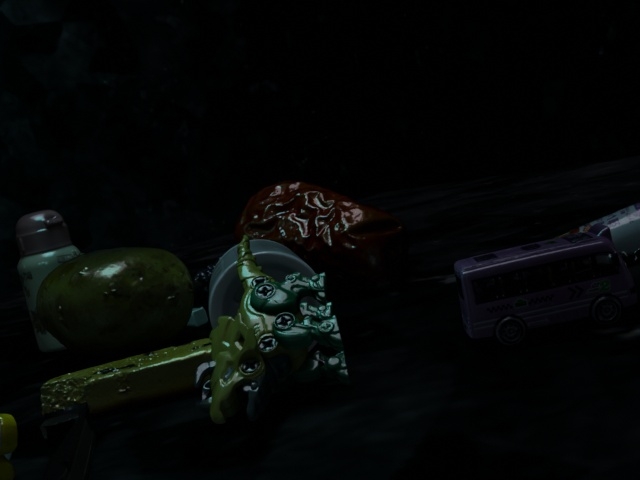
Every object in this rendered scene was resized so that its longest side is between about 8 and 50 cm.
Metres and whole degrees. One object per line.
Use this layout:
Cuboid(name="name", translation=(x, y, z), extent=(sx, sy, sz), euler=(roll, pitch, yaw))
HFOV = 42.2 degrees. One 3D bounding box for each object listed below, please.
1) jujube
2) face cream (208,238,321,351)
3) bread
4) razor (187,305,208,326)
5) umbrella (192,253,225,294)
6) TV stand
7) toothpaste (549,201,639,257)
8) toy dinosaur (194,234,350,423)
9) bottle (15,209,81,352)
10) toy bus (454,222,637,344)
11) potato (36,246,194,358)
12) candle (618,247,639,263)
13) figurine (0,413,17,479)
Cuboid(name="jujube", translation=(0.000, 0.000, 1.450), extent=(0.216, 0.216, 0.342), euler=(-18, 21, -40))
Cuboid(name="face cream", translation=(-0.084, 0.068, 1.164), extent=(0.145, 0.145, 0.369), euler=(-14, 7, -6))
Cuboid(name="bread", translation=(-0.228, 0.168, 0.997), extent=(0.226, 0.049, 0.088), euler=(-14, 6, -1))
Cuboid(name="razor", translation=(-0.295, 0.136, 1.518), extent=(0.111, 0.056, 0.277), euler=(-20, 16, -40))
Cuboid(name="umbrella", translation=(-0.245, 0.082, 1.815), extent=(0.071, 0.071, 0.248), euler=(-10, 8, 30))
Cuboid(name="TV stand", translation=(-0.237, 0.200, 0.746), extent=(0.049, 0.040, 0.256), euler=(-14, 6, -10))
Cuboid(name="toothpaste", translation=(0.390, 0.003, 1.178), extent=(0.299, 0.073, 0.114), euler=(-19, 9, 19))
Cuboid(name="toy dinosaur", translation=(-0.050, 0.080, 0.889), extent=(0.153, 0.094, 0.259), euler=(-6, 44, 4))
Cuboid(name="bottle", translation=(-0.489, 0.070, 1.526), extent=(0.120, 0.253, 0.120), euler=(-13, 5, 1))
Cuboid(name="toy bus", translation=(0.237, 0.047, 0.887), extent=(0.178, 0.098, 0.087), euler=(-12, 5, 4))
Cuboid(name="potato", translation=(-0.335, 0.099, 1.312), extent=(0.210, 0.173, 0.307), euler=(-21, 7, -40))
Cuboid(name="candle", translation=(0.351, 0.036, 1.129), extent=(0.167, 0.021, 0.026), euler=(-12, -10, 13))
Cuboid(name="figurine", translation=(-0.345, 0.181, 0.764), extent=(0.129, 0.109, 0.178), euler=(32, -7, -18))
